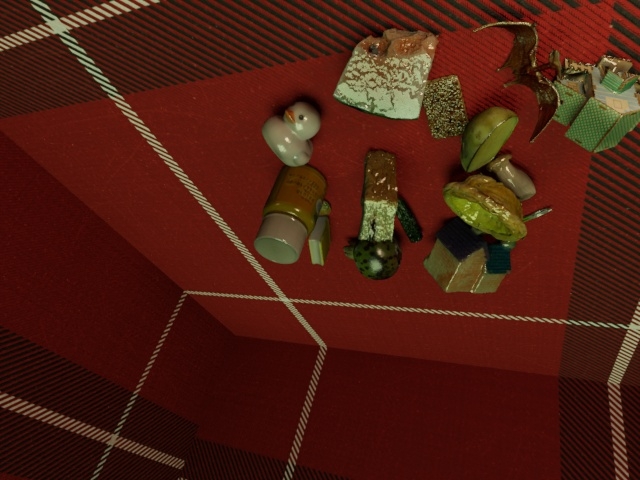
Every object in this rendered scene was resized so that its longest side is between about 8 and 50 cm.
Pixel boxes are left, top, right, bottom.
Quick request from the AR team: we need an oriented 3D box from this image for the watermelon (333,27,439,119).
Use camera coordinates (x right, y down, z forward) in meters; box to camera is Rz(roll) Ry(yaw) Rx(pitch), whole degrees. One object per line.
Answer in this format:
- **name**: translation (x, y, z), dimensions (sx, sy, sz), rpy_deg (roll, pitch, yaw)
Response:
- **watermelon**: translation (0.184, -0.461, 1.279), dimensions (0.265, 0.151, 0.301), rpy_deg (15, 140, 4)

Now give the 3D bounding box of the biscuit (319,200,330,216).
- **biscuit**: translation (-0.063, -0.149, 2.030), dimensions (0.247, 0.029, 0.118), rpy_deg (-6, 134, 34)

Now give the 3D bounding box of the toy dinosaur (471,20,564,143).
- **toy dinosaur**: translation (0.541, -0.431, 1.169), dimensions (0.206, 0.113, 0.327), rpy_deg (43, 169, 42)

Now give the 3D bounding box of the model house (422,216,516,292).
- **model house**: translation (0.646, 0.050, 1.832), dimensions (0.313, 0.245, 0.279), rpy_deg (0, 125, -21)

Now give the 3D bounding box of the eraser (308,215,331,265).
- **eraser**: translation (0.000, 0.000, 2.104), dimensions (0.069, 0.157, 0.226), rpy_deg (13, 148, 12)

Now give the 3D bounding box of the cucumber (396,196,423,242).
- **cucumber**: translation (0.368, -0.097, 1.863), dimensions (0.068, 0.067, 0.293), rpy_deg (-5, 140, 32)

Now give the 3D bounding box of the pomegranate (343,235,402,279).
- **pomegranate**: translation (0.236, 0.047, 2.037), dimensions (0.306, 0.242, 0.242), rpy_deg (35, 160, 34)

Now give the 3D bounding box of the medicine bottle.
- **medicine bottle**: translation (-0.122, -0.111, 1.781), dimensions (0.225, 0.384, 0.224), rpy_deg (13, 147, 9)

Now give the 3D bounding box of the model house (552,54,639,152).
- **model house**: translation (0.748, -0.353, 1.145), dimensions (0.271, 0.206, 0.178), rpy_deg (16, 149, 4)

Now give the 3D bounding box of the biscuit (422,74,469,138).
- **biscuit**: translation (0.397, -0.419, 1.390), dimensions (0.131, 0.025, 0.230), rpy_deg (-4, 142, 30)

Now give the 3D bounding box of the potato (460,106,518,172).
- **potato**: translation (0.507, -0.330, 1.371), dimensions (0.111, 0.160, 0.271), rpy_deg (56, 173, 18)

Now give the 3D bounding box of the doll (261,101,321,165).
- **doll**: translation (-0.085, -0.391, 1.556), dimensions (0.221, 0.220, 0.251), rpy_deg (4, 168, 22)

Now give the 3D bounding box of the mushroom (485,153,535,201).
- **mushroom**: translation (0.666, -0.216, 1.514), dimensions (0.213, 0.088, 0.097), rpy_deg (37, 176, -18)

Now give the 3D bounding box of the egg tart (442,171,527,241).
- **egg tart**: translation (0.599, -0.127, 1.547), dimensions (0.345, 0.132, 0.345), rpy_deg (39, 180, 0)

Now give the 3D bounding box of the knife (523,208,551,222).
- **knife**: translation (0.817, -0.091, 1.689), dimensions (0.184, 0.026, 0.022), rpy_deg (-31, 85, 53)

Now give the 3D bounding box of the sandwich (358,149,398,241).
- **sandwich**: translation (0.214, -0.135, 1.633), dimensions (0.131, 0.325, 0.262), rpy_deg (3, 146, 3)
